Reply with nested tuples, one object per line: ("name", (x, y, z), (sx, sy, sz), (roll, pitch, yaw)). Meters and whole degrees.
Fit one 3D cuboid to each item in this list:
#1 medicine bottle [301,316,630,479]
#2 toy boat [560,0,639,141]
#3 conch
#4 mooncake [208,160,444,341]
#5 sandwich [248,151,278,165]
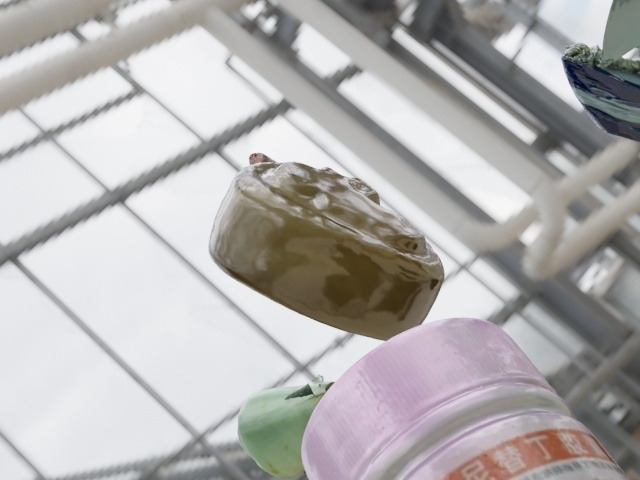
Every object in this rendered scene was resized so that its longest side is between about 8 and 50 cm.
("medicine bottle", (0.139, 0.227, 1.131), (0.202, 0.316, 0.202), (-20, -43, -20))
("toy boat", (0.360, -0.232, 1.531), (0.067, 0.221, 0.291), (-91, 10, -61))
("conch", (-0.025, 0.202, 1.664), (0.170, 0.105, 0.079), (-27, 9, 47))
("mooncake", (0.000, 0.000, 1.528), (0.117, 0.235, 0.235), (-62, -22, 13))
("sandwich", (-0.056, -0.073, 1.856), (0.026, 0.069, 0.101), (-30, -16, 15))
